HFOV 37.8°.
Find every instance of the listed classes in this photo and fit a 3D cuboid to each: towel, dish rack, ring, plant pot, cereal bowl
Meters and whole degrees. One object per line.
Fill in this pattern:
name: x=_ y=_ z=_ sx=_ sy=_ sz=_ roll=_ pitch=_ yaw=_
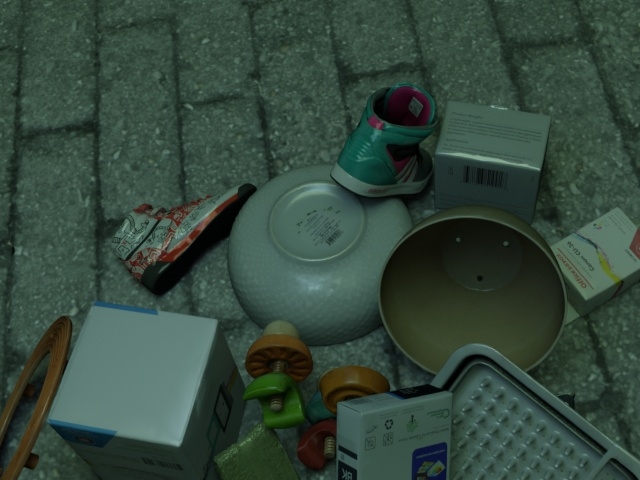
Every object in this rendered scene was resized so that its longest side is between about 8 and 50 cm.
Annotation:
towel: x=-0.092 y=0.355 z=1.410 sx=0.110 sy=0.148 sz=0.027 roll=-35 pitch=23 yaw=-20
dish rack: x=0.277 y=0.329 z=1.330 sx=0.333 sy=0.072 sz=0.285 roll=38 pitch=114 yaw=17
ring: x=-0.446 y=0.274 z=1.416 sx=0.032 sy=0.336 sz=0.336 roll=27 pitch=59 yaw=-22
plant pot: x=0.247 y=0.058 z=1.489 sx=0.284 sy=0.284 sz=0.191 roll=8 pitch=25 yaw=11
cereal bowl: x=0.000 y=0.000 z=1.600 sx=0.339 sy=0.141 sz=0.339 roll=-3 pitch=58 yaw=5

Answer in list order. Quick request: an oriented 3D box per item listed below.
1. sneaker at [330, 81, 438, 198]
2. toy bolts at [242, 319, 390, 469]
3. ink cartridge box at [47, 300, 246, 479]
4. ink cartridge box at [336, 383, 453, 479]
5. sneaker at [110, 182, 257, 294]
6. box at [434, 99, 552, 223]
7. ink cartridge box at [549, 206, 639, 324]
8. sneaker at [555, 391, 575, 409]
sneaker: x=0.140 y=-0.179 z=1.588 sx=0.124 sy=0.178 sz=0.295 roll=38 pitch=25 yaw=19
toy bolts: x=0.015 y=0.217 z=1.417 sx=0.218 sy=0.228 sz=0.158 roll=-13 pitch=43 yaw=17
ink cartridge box: x=-0.244 y=0.249 z=1.403 sx=0.198 sy=0.270 sz=0.197 roll=8 pitch=59 yaw=11
ink cartridge box: x=0.101 y=0.375 z=1.296 sx=0.165 sy=0.332 sz=0.065 roll=-4 pitch=8 yaw=-35
sneaker: x=-0.251 y=-0.040 z=1.679 sx=0.145 sy=0.090 sz=0.270 roll=39 pitch=74 yaw=22
box: x=0.295 y=-0.134 z=1.621 sx=0.181 sy=0.182 sz=0.119 roll=11 pitch=63 yaw=13
ink cartridge box: x=0.450 y=0.045 z=1.562 sx=0.198 sy=0.067 sz=0.115 roll=-30 pitch=61 yaw=-11
sneaker: x=0.314 y=0.267 z=1.432 sx=0.235 sy=0.094 sz=0.153 roll=39 pitch=69 yaw=25
